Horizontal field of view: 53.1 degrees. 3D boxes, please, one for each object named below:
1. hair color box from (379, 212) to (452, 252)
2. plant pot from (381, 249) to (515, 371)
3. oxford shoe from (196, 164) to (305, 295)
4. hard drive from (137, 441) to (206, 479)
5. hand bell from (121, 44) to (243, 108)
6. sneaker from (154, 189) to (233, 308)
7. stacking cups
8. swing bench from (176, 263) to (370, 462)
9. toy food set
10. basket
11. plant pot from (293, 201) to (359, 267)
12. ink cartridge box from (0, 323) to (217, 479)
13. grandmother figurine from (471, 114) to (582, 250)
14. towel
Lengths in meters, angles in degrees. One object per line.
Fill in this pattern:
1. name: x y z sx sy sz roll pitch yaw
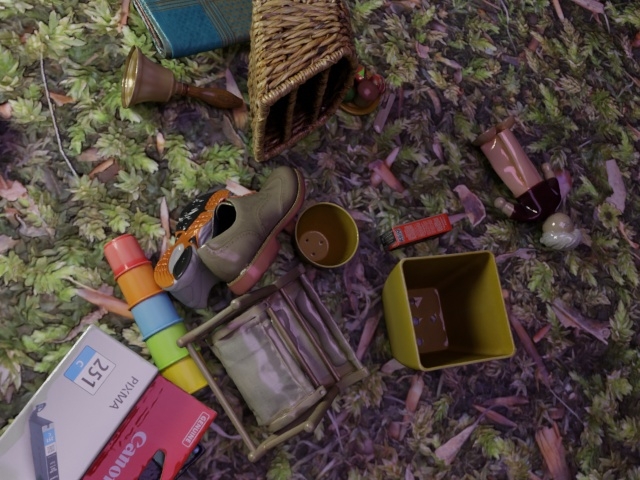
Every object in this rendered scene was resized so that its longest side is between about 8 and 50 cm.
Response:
1. hair color box: 0.209 -0.017 1.401 0.141 0.072 0.043 -15 80 -21
2. plant pot: 0.233 0.152 1.298 0.212 0.187 0.212 -5 76 -21
3. oxford shoe: -0.124 -0.057 1.210 0.130 0.123 0.348 40 36 -17
4. hard drive: -0.398 0.385 1.083 0.339 0.064 0.237 -41 91 -23
5. hand bell: -0.272 -0.307 1.312 0.241 0.126 0.126 8 72 -29
6. sneaker: -0.224 0.017 1.242 0.121 0.099 0.263 59 40 -39
7. stacking cups: -0.296 0.135 1.176 0.096 0.096 0.316 -23 82 -23
8. swing bench: -0.076 0.213 1.173 0.253 0.165 0.254 58 29 4
9. toy food set: 0.085 -0.360 1.454 0.217 0.071 0.128 34 67 -8
10. basket: -0.032 -0.303 1.266 0.213 0.299 0.223 -3 74 -9
11. plant pot: 0.000 0.000 1.310 0.134 0.095 0.134 5 74 -17
12. ink cartridge box: -0.353 0.329 1.028 0.261 0.066 0.296 35 71 -2
13. grandmother figurine: 0.495 -0.120 1.516 0.207 0.104 0.342 -33 85 -15
14. towel: -0.238 -0.534 1.370 0.370 0.040 0.272 -27 85 -38
